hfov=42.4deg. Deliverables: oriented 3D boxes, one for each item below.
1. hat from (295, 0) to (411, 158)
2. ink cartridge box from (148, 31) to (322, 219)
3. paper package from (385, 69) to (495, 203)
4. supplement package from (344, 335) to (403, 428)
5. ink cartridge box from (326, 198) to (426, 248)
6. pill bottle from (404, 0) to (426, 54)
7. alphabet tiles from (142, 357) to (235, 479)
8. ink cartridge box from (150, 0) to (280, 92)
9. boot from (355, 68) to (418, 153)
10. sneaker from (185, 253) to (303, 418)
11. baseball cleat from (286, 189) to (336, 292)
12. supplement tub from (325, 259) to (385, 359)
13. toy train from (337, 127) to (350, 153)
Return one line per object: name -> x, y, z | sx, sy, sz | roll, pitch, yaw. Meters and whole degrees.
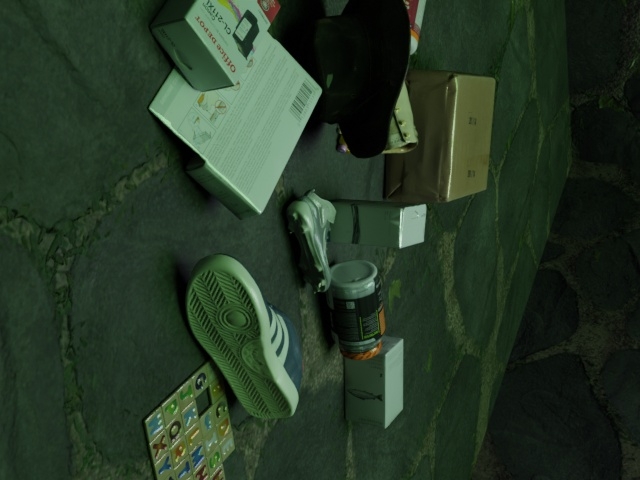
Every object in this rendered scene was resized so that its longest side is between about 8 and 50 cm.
hat -> 0.031, -0.308, 1.455 | 0.133, 0.331, 0.332 | -2, 101, -20
ink cartridge box -> -0.134, -0.210, 1.274 | 0.239, 0.060, 0.275 | 43, 55, -29
paper package -> 0.291, -0.254, 1.996 | 0.325, 0.168, 0.310 | -20, 116, -62
supplement package -> 0.121, 0.313, 1.861 | 0.105, 0.105, 0.179 | -29, 121, -59
ink cartridge box -> 0.096, -0.037, 1.625 | 0.139, 0.190, 0.082 | -11, 106, -62
pill bottle -> 0.161, -0.506, 1.719 | 0.121, 0.121, 0.221 | 28, 71, -62
alphabet tiles -> -0.202, 0.329, 1.322 | 0.198, 0.009, 0.237 | -42, 132, -53
ink cartridge box -> -0.145, -0.319, 1.177 | 0.127, 0.072, 0.175 | 52, 49, -40
boot -> 0.125, -0.286, 1.679 | 0.262, 0.095, 0.204 | 12, 66, -69
sneaker -> -0.114, 0.132, 1.342 | 0.148, 0.131, 0.350 | -74, 156, -47
baseball cleat -> 0.000, 0.000, 1.561 | 0.109, 0.072, 0.206 | -42, 135, -32
supplement tub -> 0.073, 0.146, 1.710 | 0.117, 0.117, 0.191 | -47, 137, -50
toy train -> 0.078, -0.239, 1.703 | 0.166, 0.046, 0.125 | 1, 96, -63
